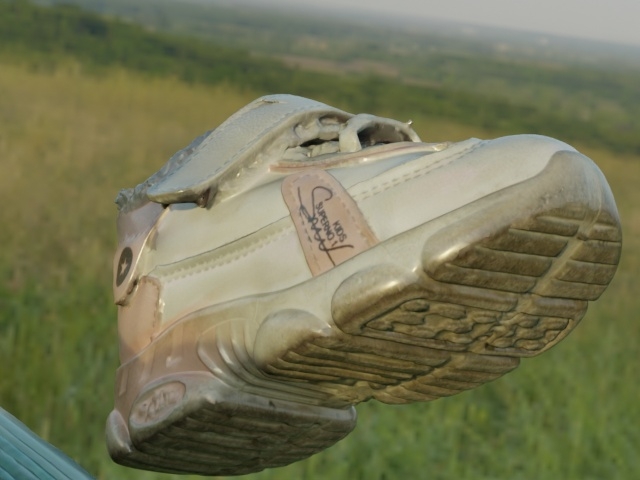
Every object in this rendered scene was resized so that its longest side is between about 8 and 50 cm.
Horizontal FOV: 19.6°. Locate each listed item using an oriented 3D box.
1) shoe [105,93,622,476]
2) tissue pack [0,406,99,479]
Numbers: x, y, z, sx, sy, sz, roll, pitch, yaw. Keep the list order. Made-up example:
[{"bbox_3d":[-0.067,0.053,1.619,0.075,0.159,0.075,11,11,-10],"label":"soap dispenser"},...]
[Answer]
[{"bbox_3d":[-0.001,-0.001,1.097,0.351,0.198,0.172,-27,-27,27],"label":"shoe"},{"bbox_3d":[-0.179,0.210,0.734,0.388,0.287,0.162,33,-2,20],"label":"tissue pack"}]
